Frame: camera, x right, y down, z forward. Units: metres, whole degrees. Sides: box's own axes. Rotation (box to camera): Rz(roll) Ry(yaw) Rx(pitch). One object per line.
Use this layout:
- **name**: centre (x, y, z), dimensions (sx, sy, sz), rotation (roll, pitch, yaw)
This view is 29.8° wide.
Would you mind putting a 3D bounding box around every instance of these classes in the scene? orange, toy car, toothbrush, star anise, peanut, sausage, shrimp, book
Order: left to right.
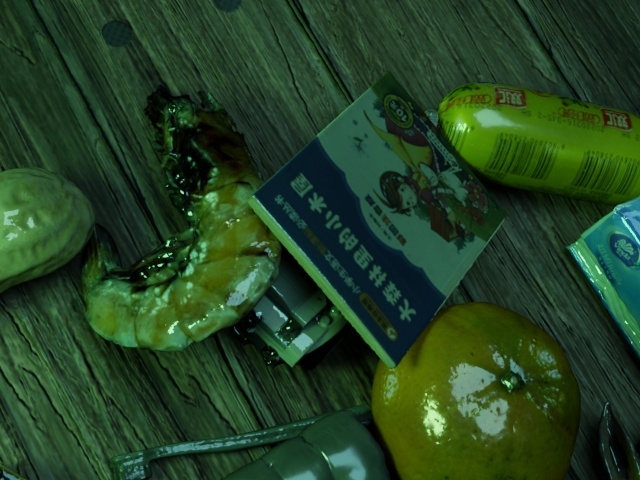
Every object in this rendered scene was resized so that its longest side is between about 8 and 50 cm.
- **peanut**: centre (-0.345, 0.005, 1.210), dimensions (0.256, 0.123, 0.124), rotation (-30, 79, -30)
- **shrimp**: centre (-0.168, -0.028, 1.270), dimensions (0.233, 0.071, 0.365), rotation (-31, 48, 3)
- **toothbrush**: centre (-0.074, 0.211, 1.262), dimensions (0.297, 0.030, 0.031), rotation (-9, 78, -22)
- **toy car**: centre (0.001, -0.002, 1.340), dimensions (0.193, 0.118, 0.301), rotation (44, 59, 7)
- **book**: centre (0.076, -0.035, 1.298), dimensions (0.228, 0.018, 0.322), rotation (49, 41, -6)
- **orange**: centre (0.171, 0.181, 1.279), dimensions (0.240, 0.171, 0.240), rotation (8, 66, -18)
- **sausage**: centre (0.282, -0.119, 1.484), dimensions (0.347, 0.123, 0.123), rotation (11, 63, -16)
- **star anise**: centre (0.372, 0.299, 1.353), dimensions (0.197, 0.073, 0.212), rotation (33, 63, 1)

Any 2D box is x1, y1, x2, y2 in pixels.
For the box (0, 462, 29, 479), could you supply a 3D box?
- **box**: centre (-0.249, 0.332, 1.125), dimensions (0.240, 0.071, 0.159), rotation (33, 62, -3)

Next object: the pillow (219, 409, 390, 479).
- **pillow**: centre (0.020, 0.354, 1.192), dimensions (0.228, 0.101, 0.326), rotation (-26, 75, -26)

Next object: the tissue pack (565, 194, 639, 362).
- **tissue pack**: centre (0.463, 0.063, 1.451), dimensions (0.198, 0.146, 0.263), rotation (-23, 76, -26)
